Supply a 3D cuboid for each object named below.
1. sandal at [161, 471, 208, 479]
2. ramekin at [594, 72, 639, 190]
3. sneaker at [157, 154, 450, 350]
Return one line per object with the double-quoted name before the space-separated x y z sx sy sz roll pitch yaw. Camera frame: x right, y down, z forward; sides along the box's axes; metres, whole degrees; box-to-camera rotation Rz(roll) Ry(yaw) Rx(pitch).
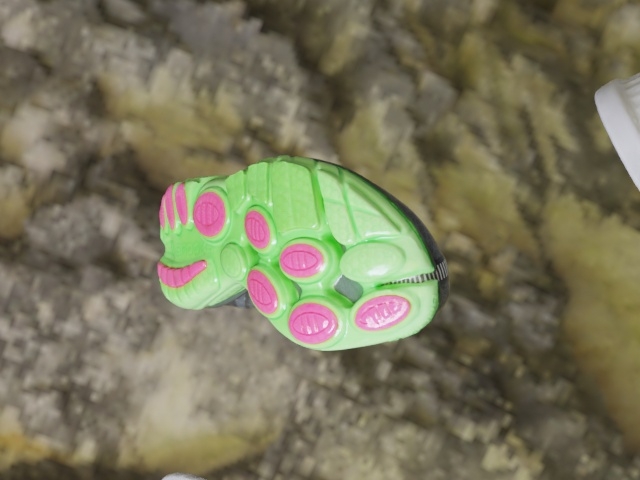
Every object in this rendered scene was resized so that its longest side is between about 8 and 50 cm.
"sandal" -0.024 0.243 1.251 0.265 0.102 0.076 18 -121 37
"ramekin" 0.356 -0.048 1.547 0.273 0.127 0.273 51 -164 -20
"sneaker" 0.000 0.000 1.826 0.202 0.185 0.483 -4 -172 -27
